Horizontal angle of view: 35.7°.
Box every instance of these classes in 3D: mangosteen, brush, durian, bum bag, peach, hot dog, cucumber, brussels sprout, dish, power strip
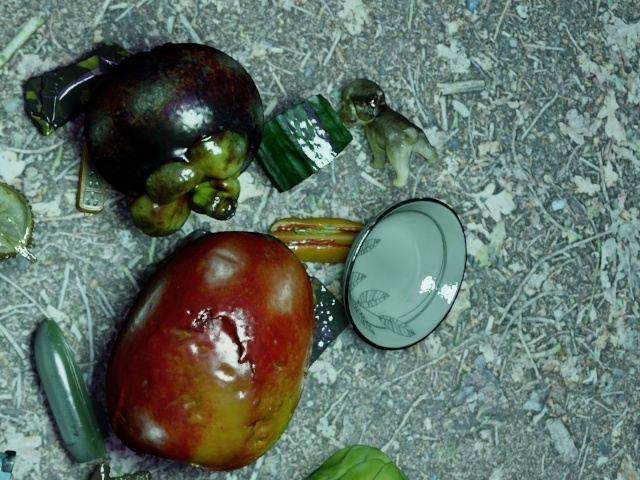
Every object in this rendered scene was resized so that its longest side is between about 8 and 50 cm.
[{"bbox_3d":[-0.250,-0.186,1.740,0.329,0.330,0.330,3,82,-21],"label":"mangosteen"},{"bbox_3d":[-0.040,0.174,1.908,0.123,0.059,0.197,46,71,-12],"label":"brush"},{"bbox_3d":[-0.556,-0.016,1.710,0.188,0.091,0.148,35,72,10],"label":"durian"},{"bbox_3d":[-0.428,-0.283,1.812,0.232,0.060,0.107,-33,104,-19],"label":"bum bag"},{"bbox_3d":[-0.171,0.184,1.699,0.339,0.353,0.417,24,73,-17],"label":"peach"},{"bbox_3d":[0.000,0.000,1.945,0.235,0.062,0.092,0,87,-21],"label":"hot dog"},{"bbox_3d":[-0.039,-0.184,1.892,0.191,0.191,0.130,-31,95,-22],"label":"cucumber"},{"bbox_3d":[0.051,0.511,1.764,0.328,0.328,0.247,-33,93,-22],"label":"brussels sprout"},{"bbox_3d":[0.144,0.053,1.940,0.316,0.106,0.317,-14,114,-34],"label":"dish"},{"bbox_3d":[-0.413,-0.133,1.817,0.049,0.028,0.178,7,80,-20],"label":"power strip"}]

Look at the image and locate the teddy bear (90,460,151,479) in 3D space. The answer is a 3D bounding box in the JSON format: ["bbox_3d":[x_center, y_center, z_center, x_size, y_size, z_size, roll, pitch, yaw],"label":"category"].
[{"bbox_3d":[-0.369,0.444,1.734,0.160,0.077,0.120,17,72,-59],"label":"teddy bear"}]

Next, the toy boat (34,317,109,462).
[{"bbox_3d":[-0.435,0.258,1.737,0.085,0.078,0.261,-22,94,-46],"label":"toy boat"}]

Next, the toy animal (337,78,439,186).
[{"bbox_3d":[0.128,-0.215,1.970,0.121,0.233,0.169,-34,137,-11],"label":"toy animal"}]

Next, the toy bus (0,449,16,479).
[{"bbox_3d":[-0.589,0.474,1.618,0.164,0.133,0.272,11,82,-16],"label":"toy bus"}]
